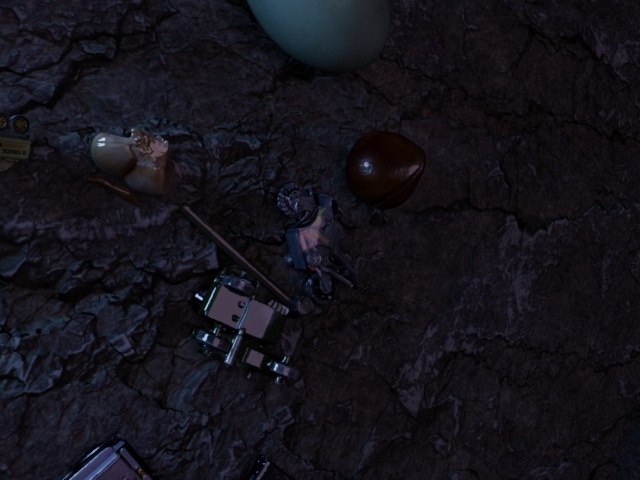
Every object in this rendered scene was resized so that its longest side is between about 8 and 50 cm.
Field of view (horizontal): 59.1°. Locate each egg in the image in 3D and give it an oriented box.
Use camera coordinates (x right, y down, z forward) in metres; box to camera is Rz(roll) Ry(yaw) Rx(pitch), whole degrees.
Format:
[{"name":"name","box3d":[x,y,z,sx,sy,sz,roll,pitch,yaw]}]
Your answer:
[{"name":"egg","box3d":[-0.009,-0.547,1.263,0.389,0.276,0.276,41,68,-21]}]

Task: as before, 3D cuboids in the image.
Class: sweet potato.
[{"name":"sweet potato","box3d":[-0.414,-0.106,1.145,0.115,0.026,0.026,30,73,-24]}]

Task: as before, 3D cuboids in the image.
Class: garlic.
[{"name":"garlic","box3d":[-0.372,-0.165,1.140,0.175,0.099,0.124,23,95,-25]}]

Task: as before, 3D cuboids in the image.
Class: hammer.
[{"name":"hammer","box3d":[-0.170,0.049,1.254,0.365,0.111,0.043,43,66,-16]}]

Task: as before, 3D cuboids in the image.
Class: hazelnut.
[{"name":"hazelnut","box3d":[0.168,-0.176,1.398,0.208,0.208,0.207,2,87,-31]}]

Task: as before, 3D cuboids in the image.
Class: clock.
[{"name":"clock","box3d":[-0.424,0.516,1.076,0.253,0.083,0.186,-40,108,-26]}]

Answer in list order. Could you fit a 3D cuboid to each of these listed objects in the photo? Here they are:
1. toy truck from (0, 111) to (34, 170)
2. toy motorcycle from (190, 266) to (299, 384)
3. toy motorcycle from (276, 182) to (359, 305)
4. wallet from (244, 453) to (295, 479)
[{"name":"toy truck","box3d":[-0.601,-0.169,0.973,0.191,0.085,0.115,-2,99,-53]},{"name":"toy motorcycle","box3d":[-0.157,0.191,1.238,0.275,0.127,0.205,28,73,-20]},{"name":"toy motorcycle","box3d":[0.000,0.000,1.347,0.173,0.108,0.306,-25,103,-35]},{"name":"wallet","box3d":[-0.118,0.643,1.275,0.262,0.071,0.220,49,60,-24]}]
